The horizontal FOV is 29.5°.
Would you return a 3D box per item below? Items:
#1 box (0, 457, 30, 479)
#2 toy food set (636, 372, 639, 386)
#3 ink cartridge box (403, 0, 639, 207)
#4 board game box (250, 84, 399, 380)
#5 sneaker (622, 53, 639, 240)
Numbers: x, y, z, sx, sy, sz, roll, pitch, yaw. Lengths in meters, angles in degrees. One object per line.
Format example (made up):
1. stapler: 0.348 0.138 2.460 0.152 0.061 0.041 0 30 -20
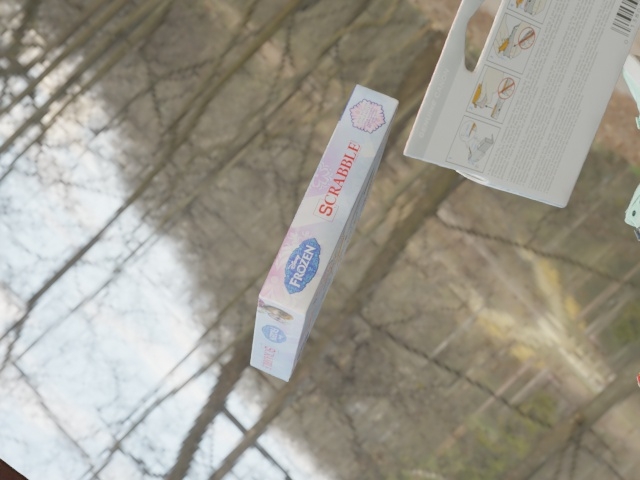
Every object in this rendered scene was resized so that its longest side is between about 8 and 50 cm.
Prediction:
1. box: -0.425 0.345 1.424 0.381 0.191 0.143 42 157 -16
2. toy food set: 0.399 0.143 1.389 0.020 0.083 0.082 56 161 -17
3. ink cartridge box: 0.198 -0.187 1.187 0.239 0.275 0.060 14 -169 -37
4. board game box: 0.000 0.000 1.642 0.066 0.318 0.318 23 158 4
5. sneaker: 0.406 -0.102 1.500 0.094 0.151 0.256 7 -131 -41
